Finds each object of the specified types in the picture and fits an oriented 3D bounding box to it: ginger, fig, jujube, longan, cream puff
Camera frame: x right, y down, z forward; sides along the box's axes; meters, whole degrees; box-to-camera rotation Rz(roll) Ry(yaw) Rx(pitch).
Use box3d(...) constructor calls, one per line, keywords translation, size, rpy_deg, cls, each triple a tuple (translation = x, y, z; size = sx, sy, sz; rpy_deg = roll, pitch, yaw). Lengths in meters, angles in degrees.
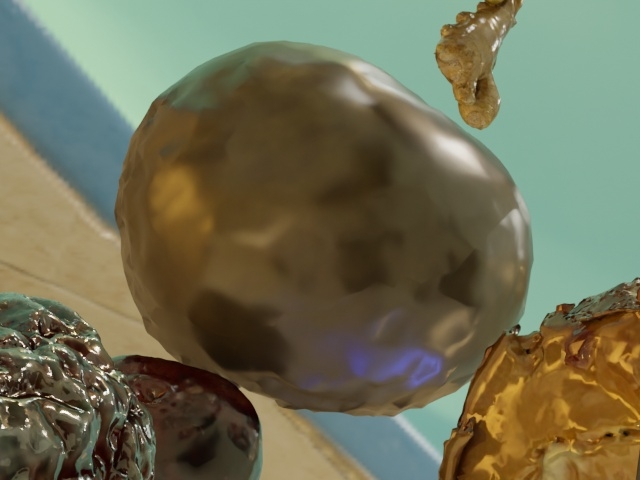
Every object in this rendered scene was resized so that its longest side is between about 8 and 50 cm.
box3d(translation=(0.145, -0.212, 1.444), size=(0.176, 0.052, 0.193), rpy_deg=(-35, 106, -39), cls="ginger")
box3d(translation=(-0.156, 0.236, 1.544), size=(0.186, 0.204, 0.249), rpy_deg=(-72, 165, -58), cls="fig")
box3d(translation=(-0.215, 0.137, 0.932), size=(0.226, 0.317, 0.226), rpy_deg=(0, 91, 5), cls="jujube")
box3d(translation=(-0.008, 0.000, 1.696), size=(0.404, 0.436, 0.404), rpy_deg=(-41, 156, -22), cls="longan")
box3d(translation=(0.252, 0.193, 1.085), size=(0.229, 0.350, 0.350), rpy_deg=(20, 77, -45), cls="cream puff")

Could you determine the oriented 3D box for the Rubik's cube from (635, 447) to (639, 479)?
box3d(translation=(0.264, 0.155, 0.723), size=(0.238, 0.237, 0.237), rpy_deg=(-69, 165, -73), cls="Rubik's cube")
